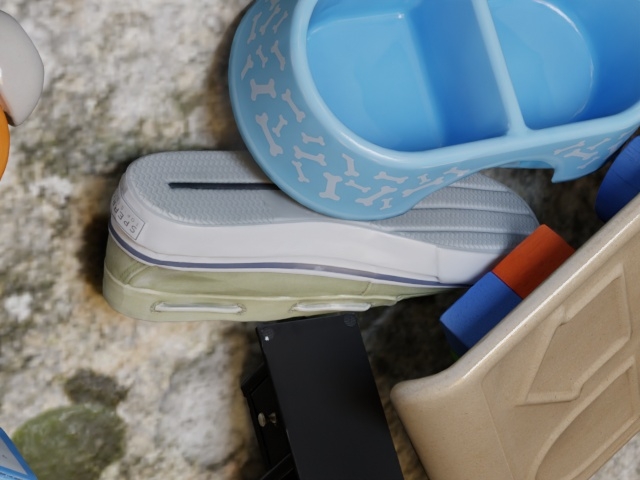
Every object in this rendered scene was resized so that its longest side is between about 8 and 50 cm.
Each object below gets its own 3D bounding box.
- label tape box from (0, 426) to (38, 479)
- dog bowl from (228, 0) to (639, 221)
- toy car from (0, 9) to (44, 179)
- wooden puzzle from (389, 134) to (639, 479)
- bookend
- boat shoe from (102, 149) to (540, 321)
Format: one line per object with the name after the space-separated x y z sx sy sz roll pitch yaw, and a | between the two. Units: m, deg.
-0.351 0.228 0.959 0.241 0.106 0.333 27 94 -34 | label tape box
0.093 -0.113 1.045 0.297 0.074 0.165 -11 80 -25 | dog bowl
-0.232 -0.088 0.886 0.159 0.136 0.182 -36 121 -12 | toy car
0.203 0.047 1.153 0.348 0.080 0.322 -38 150 -7 | wooden puzzle
-0.016 0.152 1.120 0.072 0.156 0.157 -6 69 -27 | bookend
0.000 0.000 1.082 0.302 0.109 0.094 3 132 -26 | boat shoe
